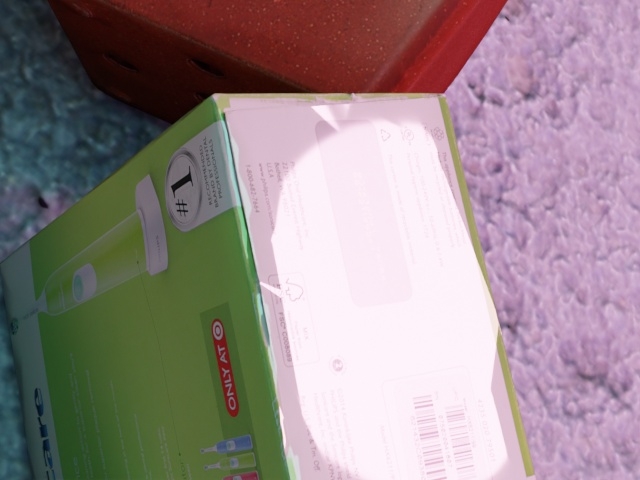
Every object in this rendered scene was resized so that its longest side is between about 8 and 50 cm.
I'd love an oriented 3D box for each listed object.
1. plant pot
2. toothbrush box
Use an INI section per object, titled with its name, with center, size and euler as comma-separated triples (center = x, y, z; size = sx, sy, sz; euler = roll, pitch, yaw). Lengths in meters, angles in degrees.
[plant pot]
center = -0.013, -0.177, 0.608
size = 0.267, 0.267, 0.235
euler = 25, 80, 2
[toothbrush box]
center = -0.046, 0.072, 0.523
size = 0.122, 0.283, 0.206
euler = -5, 78, -35
